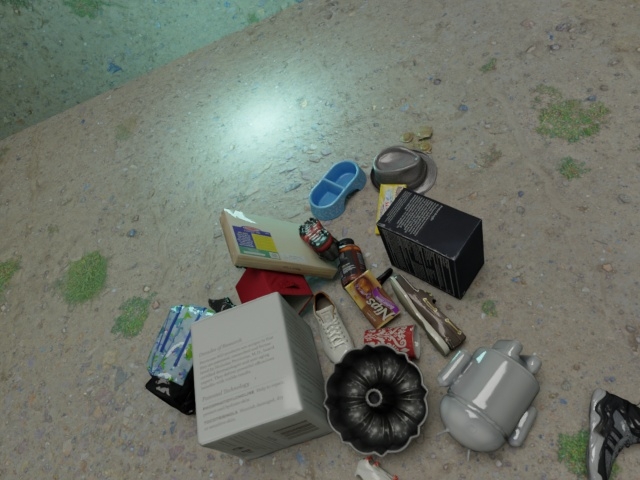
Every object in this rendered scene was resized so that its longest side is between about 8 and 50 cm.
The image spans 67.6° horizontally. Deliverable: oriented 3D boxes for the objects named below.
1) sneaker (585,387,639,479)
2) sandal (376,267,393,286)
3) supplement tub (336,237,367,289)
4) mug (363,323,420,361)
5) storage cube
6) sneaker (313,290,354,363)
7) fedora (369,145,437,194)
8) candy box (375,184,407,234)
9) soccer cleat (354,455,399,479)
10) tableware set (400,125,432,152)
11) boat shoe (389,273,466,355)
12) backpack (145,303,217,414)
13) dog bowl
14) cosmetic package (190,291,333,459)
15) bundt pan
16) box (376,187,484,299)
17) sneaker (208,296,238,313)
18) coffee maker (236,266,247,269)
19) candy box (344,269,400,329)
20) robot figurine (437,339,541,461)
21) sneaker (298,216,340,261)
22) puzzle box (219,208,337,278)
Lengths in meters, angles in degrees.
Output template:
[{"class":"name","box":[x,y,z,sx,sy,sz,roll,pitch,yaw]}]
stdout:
[{"class":"sneaker","box":[0.791,0.533,1.259,0.153,0.101,0.268,6,59,27]},{"class":"sandal","box":[0.205,0.170,1.743,0.179,0.067,0.040,-40,65,-9]},{"class":"supplement tub","box":[0.114,0.088,1.803,0.106,0.106,0.197,-19,54,9]},{"class":"mug","box":[0.236,0.355,1.586,0.170,0.113,0.150,-6,56,22]},{"class":"storage cube","box":[-0.172,0.185,1.762,0.214,0.184,0.193,-56,46,30]},{"class":"sneaker","box":[0.032,0.308,1.686,0.106,0.123,0.290,-26,55,2]},{"class":"fedora","box":[0.327,-0.301,1.949,0.276,0.124,0.243,10,68,26]},{"class":"candy box","box":[0.278,-0.121,1.884,0.105,0.027,0.205,3,78,25]},{"class":"soccer cleat","box":[0.189,0.719,1.405,0.196,0.068,0.076,27,87,34]},{"class":"tableware set","box":[0.413,-0.425,2.064,0.141,0.020,0.168,-6,60,21]},{"class":"boat shoe","box":[0.355,0.232,1.616,0.097,0.116,0.324,-32,57,-6]},{"class":"backpack","box":[-0.486,0.404,1.731,0.274,0.290,0.355,25,63,13]},{"class":"dog bowl","box":[0.067,-0.223,2.038,0.166,0.074,0.297,30,73,33]},{"class":"cosmetic package","box":[-0.188,0.446,1.555,0.328,0.329,0.393,-22,53,8]},{"class":"bundt pan","box":[0.182,0.491,1.486,0.331,0.124,0.330,-7,69,20]},{"class":"box","box":[0.384,0.013,1.630,0.294,0.296,0.182,29,73,32]},{"class":"sneaker","box":[-0.370,0.262,1.914,0.171,0.051,0.089,-14,60,16]},{"class":"coffee maker","box":[-0.269,0.028,1.981,0.172,0.120,0.178,9,63,27]},{"class":"candy box","box":[0.181,0.208,1.679,0.109,0.053,0.186,-36,86,-4]},{"class":"robot figurine","box":[0.482,0.451,1.372,0.300,0.199,0.353,40,77,6]},{"class":"sneaker","box":[0.000,0.000,1.800,0.098,0.135,0.276,-42,26,0]},{"class":"puzzle box","box":[-0.158,0.013,1.786,0.052,0.410,0.272,-60,36,28]}]
